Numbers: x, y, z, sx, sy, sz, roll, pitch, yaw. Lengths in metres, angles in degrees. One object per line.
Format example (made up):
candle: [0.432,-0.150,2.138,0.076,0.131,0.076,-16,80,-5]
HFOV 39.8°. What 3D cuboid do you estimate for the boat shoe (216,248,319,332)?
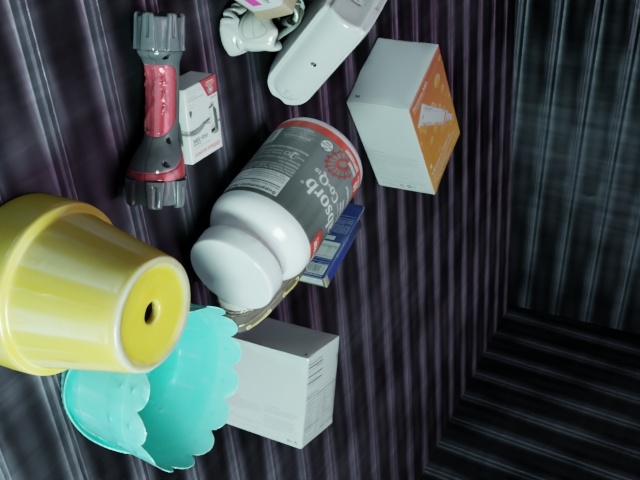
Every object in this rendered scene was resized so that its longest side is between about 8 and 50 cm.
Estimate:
boat shoe: [-0.095,0.065,1.833,0.324,0.117,0.096,-47,145,-41]

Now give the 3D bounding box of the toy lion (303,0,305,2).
toy lion: [-0.037,-0.479,1.759,0.096,0.034,0.100,-59,-172,-9]

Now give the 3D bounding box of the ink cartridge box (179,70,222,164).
ink cartridge box: [-0.221,-0.210,1.515,0.099,0.056,0.135,-44,138,-51]

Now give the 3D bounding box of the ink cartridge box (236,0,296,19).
ink cartridge box: [-0.124,-0.509,1.465,0.235,0.088,0.193,24,77,-43]

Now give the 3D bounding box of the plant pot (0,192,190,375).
plant pot: [-0.323,0.077,1.227,0.254,0.239,0.254,-39,135,-53]

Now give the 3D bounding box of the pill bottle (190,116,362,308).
pill bottle: [-0.082,-0.054,1.692,0.363,0.210,0.210,-56,147,-37]

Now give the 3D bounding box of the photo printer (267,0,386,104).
photo printer: [0.018,-0.412,1.697,0.307,0.107,0.256,-39,-158,56]

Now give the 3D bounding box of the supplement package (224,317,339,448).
supplement package: [-0.082,0.294,1.861,0.149,0.194,0.203,-25,124,-60]

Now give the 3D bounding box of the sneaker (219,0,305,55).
sneaker: [-0.073,-0.448,1.646,0.292,0.118,0.110,-64,149,-30]

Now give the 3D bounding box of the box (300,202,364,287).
box: [0.000,0.000,1.964,0.225,0.136,0.036,-60,148,-33]

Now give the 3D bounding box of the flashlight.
flashlight: [-0.260,-0.205,1.396,0.103,0.103,0.304,-8,109,-33]

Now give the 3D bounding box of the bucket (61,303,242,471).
bucket: [-0.277,0.223,1.450,0.281,0.183,0.281,-35,131,-55]

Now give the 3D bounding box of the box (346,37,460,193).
box: [0.219,-0.309,2.237,0.215,0.168,0.345,-65,151,-24]
